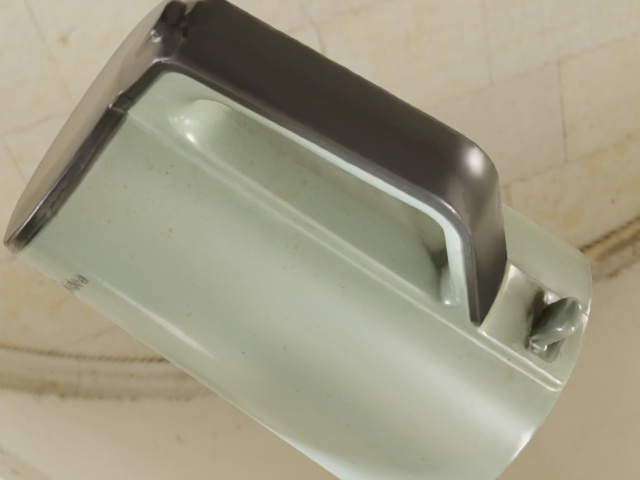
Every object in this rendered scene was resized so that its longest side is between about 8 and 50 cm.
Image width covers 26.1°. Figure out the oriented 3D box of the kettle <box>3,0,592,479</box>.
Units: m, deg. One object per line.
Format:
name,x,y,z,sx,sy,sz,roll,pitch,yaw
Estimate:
kettle,0.000,0.000,0.977,0.377,0.361,0.250,34,-112,-14
